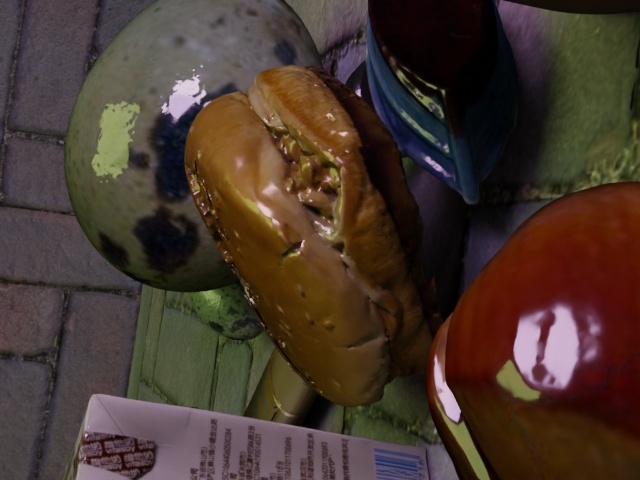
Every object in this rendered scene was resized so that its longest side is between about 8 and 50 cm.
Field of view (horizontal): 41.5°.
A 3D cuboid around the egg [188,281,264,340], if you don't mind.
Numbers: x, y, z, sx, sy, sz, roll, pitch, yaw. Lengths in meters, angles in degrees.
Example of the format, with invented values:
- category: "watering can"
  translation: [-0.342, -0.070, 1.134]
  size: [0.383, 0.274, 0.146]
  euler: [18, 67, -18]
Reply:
- category: "egg"
  translation: [-0.132, 0.079, 1.292]
  size: [0.172, 0.132, 0.132]
  euler: [61, 140, 42]

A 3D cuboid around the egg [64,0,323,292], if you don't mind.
- category: "egg"
  translation: [-0.155, -0.139, 1.141]
  size: [0.428, 0.345, 0.345]
  euler: [-64, 21, 2]

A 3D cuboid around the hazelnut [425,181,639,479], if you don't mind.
- category: "hazelnut"
  translation: [0.141, 0.070, 0.469]
  size: [0.181, 0.181, 0.212]
  euler: [60, 153, 29]

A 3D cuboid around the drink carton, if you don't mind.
- category: "drink carton"
  translation: [-0.072, 0.261, 0.768]
  size: [0.132, 0.325, 0.194]
  euler: [-95, 25, -44]

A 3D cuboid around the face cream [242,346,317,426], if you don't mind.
- category: "face cream"
  translation: [-0.054, 0.213, 1.105]
  size: [0.139, 0.067, 0.285]
  euler: [-88, 17, -49]

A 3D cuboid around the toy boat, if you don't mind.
- category: "toy boat"
  translation: [0.107, -0.155, 0.756]
  size: [0.142, 0.129, 0.309]
  euler: [68, -167, -48]

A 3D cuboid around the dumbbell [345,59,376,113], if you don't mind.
- category: "dumbbell"
  translation: [0.044, -0.121, 0.930]
  size: [0.191, 0.100, 0.100]
  euler: [143, 132, -61]

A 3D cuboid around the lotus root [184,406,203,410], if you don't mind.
- category: "lotus root"
  translation: [-0.107, 0.333, 1.023]
  size: [0.078, 0.167, 0.329]
  euler: [-41, 72, 23]

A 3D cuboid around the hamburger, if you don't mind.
- category: "hamburger"
  translation: [-0.001, -0.004, 0.784]
  size: [0.304, 0.174, 0.284]
  euler: [65, 170, -30]

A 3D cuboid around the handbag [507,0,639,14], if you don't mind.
- category: "handbag"
  translation: [0.128, -0.219, 0.457]
  size: [0.283, 0.302, 0.149]
  euler: [-151, 70, -63]
